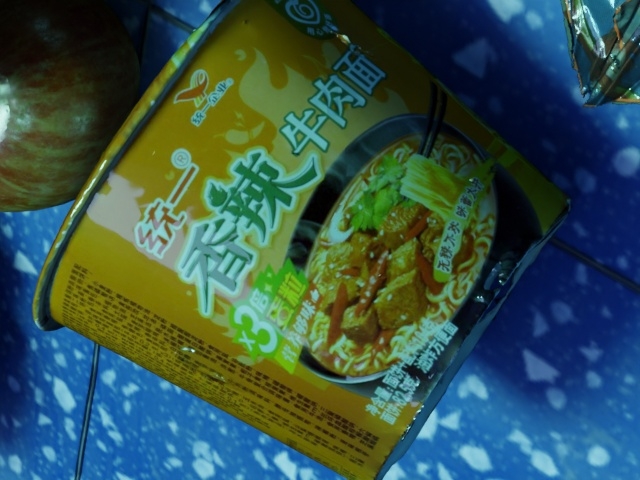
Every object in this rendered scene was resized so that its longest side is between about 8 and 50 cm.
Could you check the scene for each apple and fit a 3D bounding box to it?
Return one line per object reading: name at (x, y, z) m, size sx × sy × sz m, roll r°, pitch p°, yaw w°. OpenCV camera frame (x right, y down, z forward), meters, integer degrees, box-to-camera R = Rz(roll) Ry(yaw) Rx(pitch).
apple at (-0.172, -0.086, 1.089) m, size 0.146 × 0.131 × 0.146 m, roll 9°, pitch 107°, yaw 29°

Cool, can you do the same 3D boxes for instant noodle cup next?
instant noodle cup at (0.000, 0.000, 0.940) m, size 0.182 × 0.230 × 0.230 m, roll 36°, pitch 133°, yaw 8°

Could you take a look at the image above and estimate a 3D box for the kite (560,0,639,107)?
kite at (0.155, -0.129, 0.870) m, size 0.241 × 0.014 × 0.183 m, roll 49°, pitch 134°, yaw 9°
